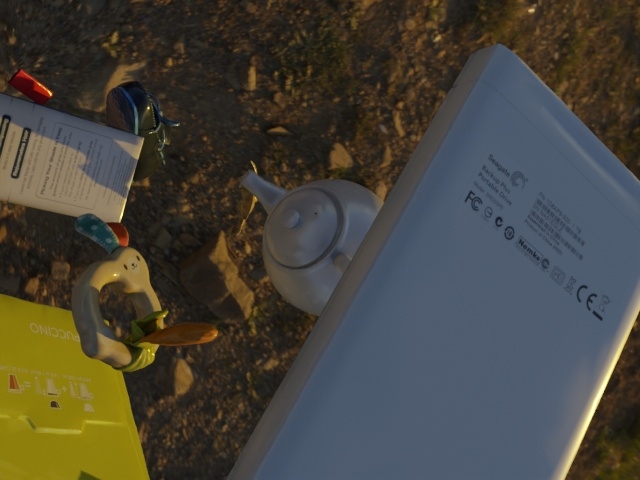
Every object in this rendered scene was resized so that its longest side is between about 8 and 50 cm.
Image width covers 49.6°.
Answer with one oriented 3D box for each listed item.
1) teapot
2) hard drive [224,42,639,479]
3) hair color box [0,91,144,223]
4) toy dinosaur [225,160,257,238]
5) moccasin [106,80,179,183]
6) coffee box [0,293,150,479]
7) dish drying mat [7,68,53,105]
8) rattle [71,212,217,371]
[{"bbox_3d":[0.000,0.000,1.136,0.187,0.256,0.252,36,50,-54],"label":"teapot"},{"bbox_3d":[0.117,0.071,0.503,0.233,0.047,0.353,37,74,-23],"label":"hard drive"},{"bbox_3d":[-0.500,-0.149,1.183,0.347,0.105,0.173,14,94,-38],"label":"hair color box"},{"bbox_3d":[-0.134,-0.084,1.316,0.053,0.092,0.183,14,122,-14],"label":"toy dinosaur"},{"bbox_3d":[-0.377,-0.242,1.465,0.117,0.342,0.137,-27,83,-22],"label":"moccasin"},{"bbox_3d":[-0.491,0.299,0.969,0.334,0.338,0.338,-31,152,16],"label":"coffee box"},{"bbox_3d":[-0.491,-0.259,1.174,0.032,0.008,0.083,-47,155,0],"label":"dish drying mat"},{"bbox_3d":[-0.200,0.035,0.779,0.130,0.143,0.199,23,48,-36],"label":"rattle"}]
